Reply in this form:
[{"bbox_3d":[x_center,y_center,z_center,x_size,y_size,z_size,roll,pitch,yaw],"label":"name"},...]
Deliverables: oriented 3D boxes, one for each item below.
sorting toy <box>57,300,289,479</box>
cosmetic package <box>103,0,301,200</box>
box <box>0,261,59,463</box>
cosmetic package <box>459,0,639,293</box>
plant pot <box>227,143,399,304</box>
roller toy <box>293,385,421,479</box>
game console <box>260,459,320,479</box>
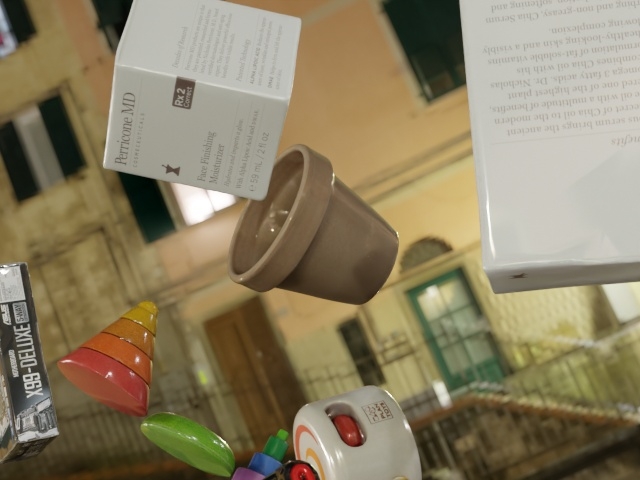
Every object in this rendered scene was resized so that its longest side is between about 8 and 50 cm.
[{"bbox_3d":[-0.155,0.197,1.647,0.127,0.126,0.365,1,-34,48],"label":"sorting toy"},{"bbox_3d":[-0.128,-0.161,1.452,0.183,0.151,0.151,11,-46,-5],"label":"cosmetic package"},{"bbox_3d":[-0.537,0.216,2.328,0.076,0.308,0.242,-8,-14,-24],"label":"box"},{"bbox_3d":[0.254,-0.188,1.301,0.230,0.453,0.161,-5,-10,8],"label":"cosmetic package"},{"bbox_3d":[0.000,0.000,2.278,0.229,0.263,0.263,28,-39,-21],"label":"plant pot"},{"bbox_3d":[0.059,0.314,1.943,0.146,0.191,0.209,-15,1,-19],"label":"roller toy"},{"bbox_3d":[-0.012,0.398,1.294,0.060,0.342,0.386,-16,-11,-16],"label":"game console"}]
